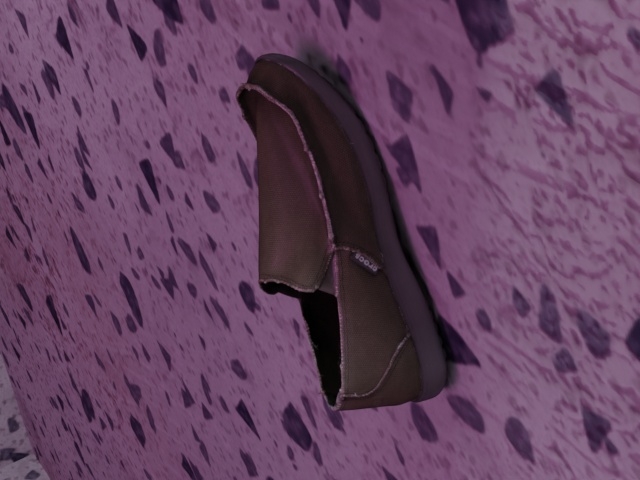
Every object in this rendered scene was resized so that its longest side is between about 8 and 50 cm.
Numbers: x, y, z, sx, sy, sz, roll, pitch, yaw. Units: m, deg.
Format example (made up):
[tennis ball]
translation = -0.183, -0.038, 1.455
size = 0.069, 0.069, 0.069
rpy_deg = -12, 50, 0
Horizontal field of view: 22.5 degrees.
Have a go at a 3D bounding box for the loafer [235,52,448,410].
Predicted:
[loafer]
translation = 0.000, 0.000, 1.046
size = 0.251, 0.087, 0.094
rpy_deg = 66, 161, -1
